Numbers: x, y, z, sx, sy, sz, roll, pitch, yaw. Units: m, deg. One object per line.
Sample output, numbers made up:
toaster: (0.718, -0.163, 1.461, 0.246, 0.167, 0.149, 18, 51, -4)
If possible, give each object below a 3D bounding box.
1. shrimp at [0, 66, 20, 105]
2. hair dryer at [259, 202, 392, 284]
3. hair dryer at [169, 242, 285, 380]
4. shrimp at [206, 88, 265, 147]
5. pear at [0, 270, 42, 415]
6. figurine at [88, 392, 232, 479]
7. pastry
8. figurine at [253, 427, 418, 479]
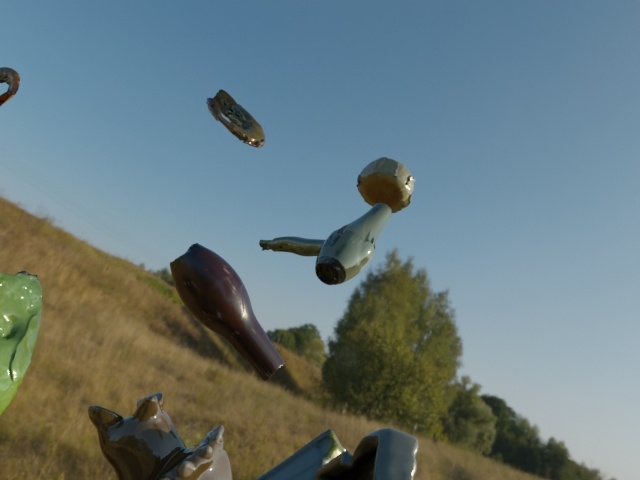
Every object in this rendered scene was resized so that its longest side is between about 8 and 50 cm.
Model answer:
shrimp: (-0.643, -0.292, 1.035, 0.127, 0.090, 0.025, -15, -23, 1)
hair dryer: (0.032, -0.010, 0.979, 0.225, 0.219, 0.088, 20, -49, 49)
hair dryer: (-0.226, 0.162, 1.207, 0.312, 0.123, 0.340, 55, -20, -5)
shrimp: (-0.243, -0.333, 1.448, 0.253, 0.058, 0.173, 47, 23, 24)
pear: (-0.614, 0.182, 0.779, 0.239, 0.317, 0.342, -18, -21, 20)
figurine: (-0.239, 0.357, 0.879, 0.173, 0.247, 0.177, -29, -18, 27)
pastry: (0.184, -0.154, 1.512, 0.166, 0.088, 0.165, 16, -43, 15)
figurine: (0.008, 0.321, 0.446, 0.167, 0.342, 0.285, -9, 5, -15)
